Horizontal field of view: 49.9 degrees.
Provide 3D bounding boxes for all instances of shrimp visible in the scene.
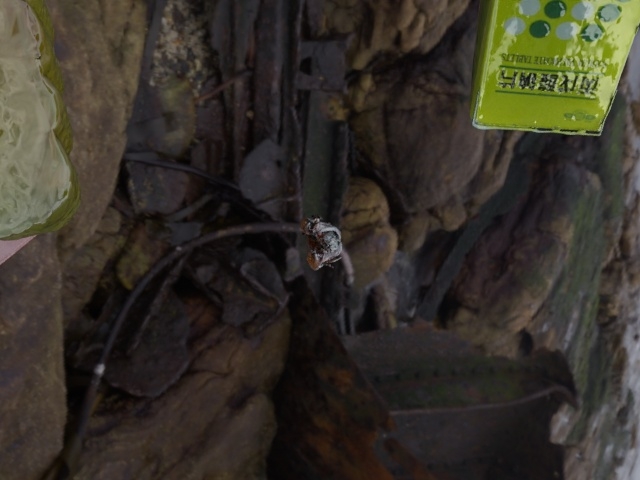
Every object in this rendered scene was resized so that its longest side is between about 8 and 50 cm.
[{"bbox_3d":[0.000,0.003,0.502,0.092,0.029,0.038,29,54,-79],"label":"shrimp"}]

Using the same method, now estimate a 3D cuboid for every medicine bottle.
[{"bbox_3d":[0.227,-0.238,0.672,0.250,0.137,0.141,85,12,-51],"label":"medicine bottle"}]

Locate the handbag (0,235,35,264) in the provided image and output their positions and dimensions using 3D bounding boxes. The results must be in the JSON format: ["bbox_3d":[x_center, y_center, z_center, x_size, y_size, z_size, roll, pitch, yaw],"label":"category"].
[{"bbox_3d":[-0.379,-0.059,0.658,0.157,0.059,0.212,-45,117,-23],"label":"handbag"}]

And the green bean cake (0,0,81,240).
[{"bbox_3d":[-0.279,-0.093,0.410,0.236,0.124,0.232,-13,90,-15],"label":"green bean cake"}]
